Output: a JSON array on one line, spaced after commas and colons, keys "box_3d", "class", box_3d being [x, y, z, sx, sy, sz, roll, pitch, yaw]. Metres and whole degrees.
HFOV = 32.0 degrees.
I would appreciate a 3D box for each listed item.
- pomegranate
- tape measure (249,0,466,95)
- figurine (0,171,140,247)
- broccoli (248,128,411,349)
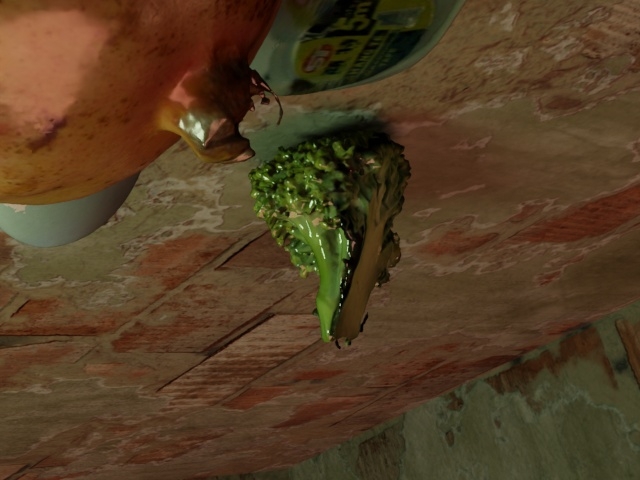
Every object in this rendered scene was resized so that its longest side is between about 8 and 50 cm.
[{"box_3d": [-0.156, -0.170, 0.690, 0.338, 0.338, 0.338, -13, 159, -5], "class": "pomegranate"}, {"box_3d": [0.001, -0.233, 0.944, 0.262, 0.138, 0.259, -7, 156, -20], "class": "tape measure"}, {"box_3d": [-0.340, -0.069, 1.047, 0.382, 0.205, 0.224, -19, 165, 18], "class": "figurine"}, {"box_3d": [-0.009, -0.013, 1.391, 0.180, 0.272, 0.242, 13, 169, 24], "class": "broccoli"}]
